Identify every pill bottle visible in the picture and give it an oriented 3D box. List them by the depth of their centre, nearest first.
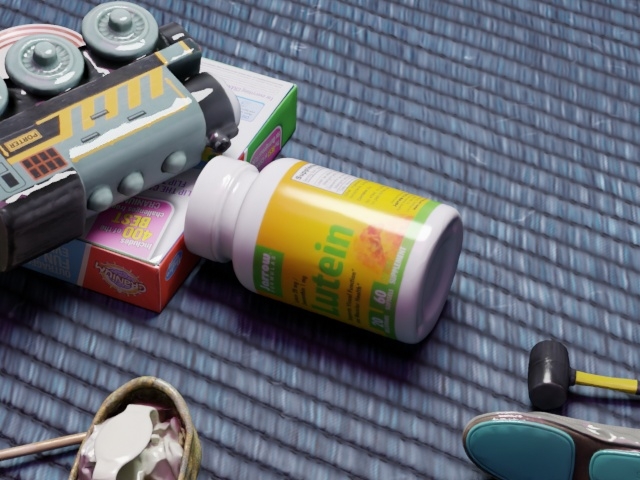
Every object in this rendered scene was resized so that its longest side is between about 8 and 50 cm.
[{"bbox_3d":[0.000,0.000,1.744,0.246,0.136,0.136,18,45,17],"label":"pill bottle"}]

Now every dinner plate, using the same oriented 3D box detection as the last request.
[{"bbox_3d":[-0.322,-0.195,2.038,0.141,0.017,0.141,1,42,-1],"label":"dinner plate"}]

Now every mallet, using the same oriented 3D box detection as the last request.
[{"bbox_3d":[0.282,0.141,1.675,0.190,0.039,0.062,13,43,8],"label":"mallet"}]

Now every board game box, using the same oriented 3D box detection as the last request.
[{"bbox_3d":[-0.198,-0.082,1.882,0.242,0.064,0.316,18,45,17],"label":"board game box"}]

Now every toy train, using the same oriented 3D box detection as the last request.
[{"bbox_3d":[-0.238,-0.104,1.768,0.334,0.142,0.190,-27,62,-29],"label":"toy train"}]

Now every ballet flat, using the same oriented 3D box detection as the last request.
[{"bbox_3d":[-0.178,0.249,1.487,0.123,0.123,0.348,9,43,8],"label":"ballet flat"},{"bbox_3d":[0.232,0.189,1.608,0.213,0.072,0.068,10,16,9],"label":"ballet flat"}]

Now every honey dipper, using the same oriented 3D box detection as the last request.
[{"bbox_3d":[-0.258,0.187,1.619,0.161,0.030,0.030,-9,43,-17],"label":"honey dipper"}]
